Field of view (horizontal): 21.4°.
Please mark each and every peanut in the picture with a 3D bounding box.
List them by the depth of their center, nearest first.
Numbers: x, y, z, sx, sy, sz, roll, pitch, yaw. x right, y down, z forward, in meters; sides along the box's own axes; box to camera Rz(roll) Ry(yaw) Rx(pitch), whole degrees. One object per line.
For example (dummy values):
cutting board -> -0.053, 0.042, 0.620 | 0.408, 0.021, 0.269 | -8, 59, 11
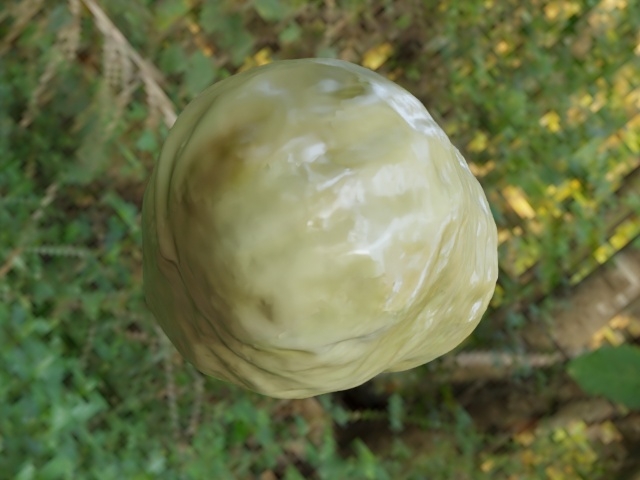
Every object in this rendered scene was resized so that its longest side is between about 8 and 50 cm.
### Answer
peanut -> 0.000, 0.000, 0.753 | 0.147, 0.147, 0.319 | 51, 6, 9
